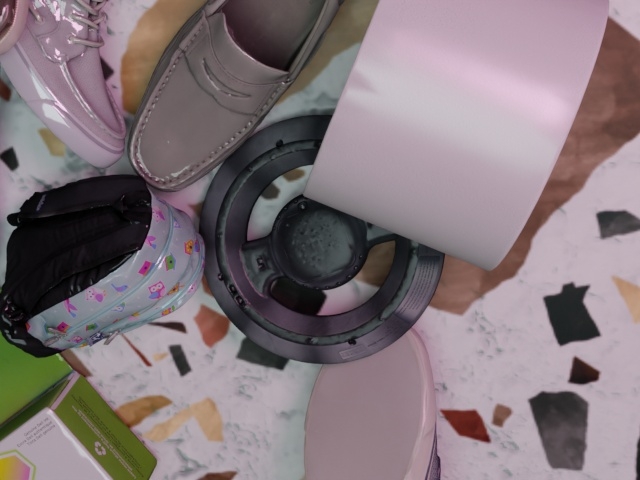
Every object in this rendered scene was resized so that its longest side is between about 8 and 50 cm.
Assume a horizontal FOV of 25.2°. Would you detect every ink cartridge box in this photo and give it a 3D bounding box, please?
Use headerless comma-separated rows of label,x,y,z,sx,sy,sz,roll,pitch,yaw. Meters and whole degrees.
ink cartridge box,-0.317,0.193,1.395,0.189,0.097,0.255,-37,101,18

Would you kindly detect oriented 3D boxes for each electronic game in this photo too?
electronic game,0.000,0.000,1.304,0.229,0.048,0.229,2,97,12

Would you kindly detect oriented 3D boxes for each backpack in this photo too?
backpack,-0.197,0.019,1.294,0.182,0.152,0.115,-24,143,26

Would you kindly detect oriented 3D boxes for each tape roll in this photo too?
tape roll,0.107,-0.117,1.157,0.169,0.246,0.246,22,110,0

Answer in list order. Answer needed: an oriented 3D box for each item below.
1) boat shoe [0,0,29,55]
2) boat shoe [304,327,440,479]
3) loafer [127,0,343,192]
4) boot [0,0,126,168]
boat shoe,-0.305,-0.314,1.171,0.117,0.097,0.324,-4,86,13
boat shoe,0.066,0.248,1.364,0.127,0.158,0.340,3,82,24
loafer,-0.068,-0.167,1.230,0.112,0.111,0.319,35,109,-5
boot,-0.220,-0.197,1.246,0.123,0.095,0.258,-33,97,17
